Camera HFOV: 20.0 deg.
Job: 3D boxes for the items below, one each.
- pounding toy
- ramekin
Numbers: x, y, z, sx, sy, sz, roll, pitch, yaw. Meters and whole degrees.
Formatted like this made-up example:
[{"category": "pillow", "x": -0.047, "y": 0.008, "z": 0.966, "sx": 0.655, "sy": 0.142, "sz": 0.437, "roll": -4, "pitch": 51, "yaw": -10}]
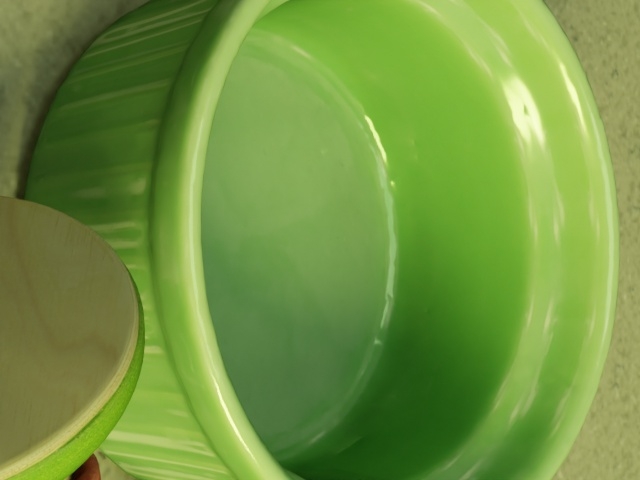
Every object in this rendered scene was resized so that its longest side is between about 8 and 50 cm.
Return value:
[{"category": "pounding toy", "x": -0.174, "y": 0.092, "z": 0.733, "sx": 0.237, "sy": 0.183, "sz": 0.110, "roll": -44, "pitch": 143, "yaw": -37}, {"category": "ramekin", "x": 0.000, "y": 0.000, "z": 0.898, "sx": 0.303, "sy": 0.148, "sz": 0.303, "roll": 3, "pitch": 85, "yaw": -45}]
